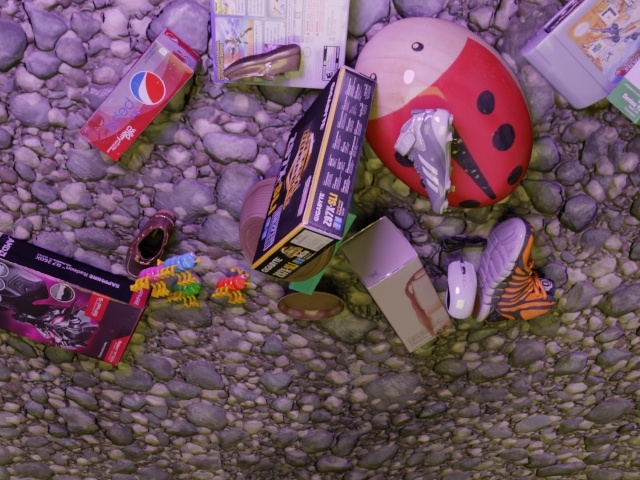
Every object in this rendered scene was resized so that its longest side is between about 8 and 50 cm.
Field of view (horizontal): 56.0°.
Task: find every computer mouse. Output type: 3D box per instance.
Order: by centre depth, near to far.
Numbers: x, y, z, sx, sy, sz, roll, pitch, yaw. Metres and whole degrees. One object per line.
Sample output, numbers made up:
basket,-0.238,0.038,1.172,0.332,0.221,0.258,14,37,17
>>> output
computer mouse,0.329,0.083,1.383,0.106,0.193,0.042,3,168,-3

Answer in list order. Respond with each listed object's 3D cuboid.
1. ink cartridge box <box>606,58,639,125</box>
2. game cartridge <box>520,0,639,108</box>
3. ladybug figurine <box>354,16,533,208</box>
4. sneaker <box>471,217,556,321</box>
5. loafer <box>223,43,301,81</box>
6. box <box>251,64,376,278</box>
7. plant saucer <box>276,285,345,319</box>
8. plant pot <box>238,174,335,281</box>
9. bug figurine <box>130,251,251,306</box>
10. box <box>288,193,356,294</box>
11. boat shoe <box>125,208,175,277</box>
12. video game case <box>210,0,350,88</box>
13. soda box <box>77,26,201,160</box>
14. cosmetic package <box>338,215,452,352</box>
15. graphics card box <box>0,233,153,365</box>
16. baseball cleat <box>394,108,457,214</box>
ink cartridge box,0.654,-0.305,1.088,0.153,0.087,0.208,5,133,-34
game cartridge,0.545,-0.390,1.100,0.198,0.062,0.297,36,119,-19
ladybug figurine,0.249,-0.215,1.160,0.305,0.162,0.449,-37,118,24
sneaker,0.475,0.072,1.413,0.180,0.124,0.321,2,137,-6
loafer,-0.102,-0.309,1.081,0.148,0.056,0.050,-13,119,10
box,-0.015,-0.113,1.090,0.079,0.322,0.257,21,155,-16
plant saucer,-0.023,0.152,1.485,0.168,0.029,0.168,0,149,0
plant pot,-0.094,-0.013,1.275,0.237,0.110,0.237,12,114,30
bug figurine,-0.303,0.090,1.401,0.216,0.072,0.279,-13,157,24
box,0.000,0.000,1.358,0.060,0.100,0.244,19,125,-15
boat shoe,-0.401,0.018,1.390,0.073,0.073,0.207,24,124,-18
video game case,-0.072,-0.412,1.077,0.244,0.061,0.269,3,126,-2
soda box,-0.349,-0.278,1.163,0.092,0.083,0.263,39,118,-24
cosmetic package,0.174,0.104,1.352,0.129,0.153,0.296,-34,137,1
graphics card box,-0.631,0.153,1.476,0.371,0.094,0.233,24,123,-16
baseball cleat,0.188,-0.142,1.083,0.109,0.072,0.206,5,123,15
